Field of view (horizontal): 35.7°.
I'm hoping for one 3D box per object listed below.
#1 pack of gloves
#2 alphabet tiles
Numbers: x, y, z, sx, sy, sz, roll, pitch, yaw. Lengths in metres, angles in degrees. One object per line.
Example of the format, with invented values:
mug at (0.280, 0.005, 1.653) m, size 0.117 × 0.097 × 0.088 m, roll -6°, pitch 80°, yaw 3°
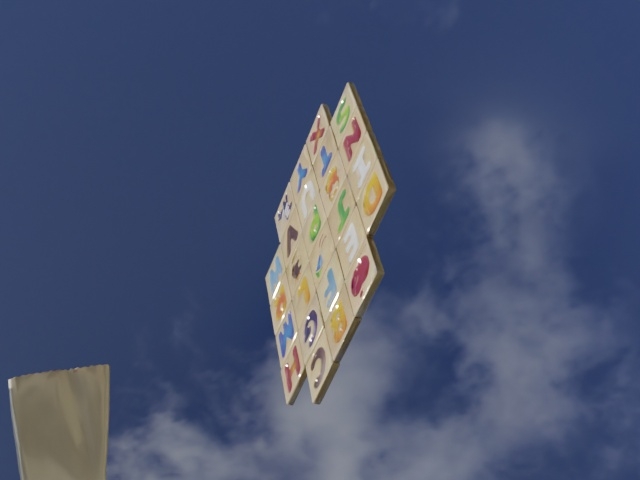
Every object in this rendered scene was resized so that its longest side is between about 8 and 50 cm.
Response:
pack of gloves at (-0.239, 0.219, 0.727) m, size 0.195 × 0.046 × 0.232 m, roll -9°, pitch -114°, yaw 8°
alphabet tiles at (0.000, 0.000, 1.088) m, size 0.011 × 0.285 × 0.342 m, roll 13°, pitch -149°, yaw -19°
